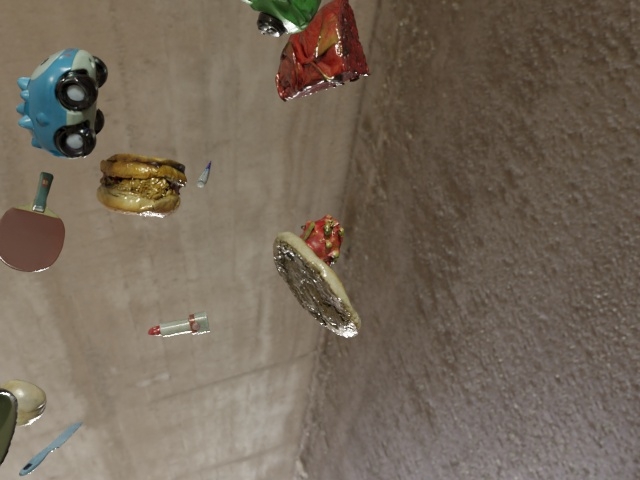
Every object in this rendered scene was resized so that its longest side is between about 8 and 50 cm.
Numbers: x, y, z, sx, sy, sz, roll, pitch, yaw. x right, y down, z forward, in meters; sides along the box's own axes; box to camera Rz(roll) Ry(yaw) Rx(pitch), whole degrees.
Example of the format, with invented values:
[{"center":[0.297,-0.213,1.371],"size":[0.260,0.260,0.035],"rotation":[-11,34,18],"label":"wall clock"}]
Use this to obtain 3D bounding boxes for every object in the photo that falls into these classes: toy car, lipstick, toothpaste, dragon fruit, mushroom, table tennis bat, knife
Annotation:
[{"center":[-0.593,-0.313,1.622],"size":[0.188,0.190,0.255],"rotation":[-99,21,-59],"label":"toy car"},{"center":[-0.436,0.266,2.179],"size":[0.057,0.186,0.063],"rotation":[-127,27,-71],"label":"lipstick"},{"center":[-0.192,-0.109,1.189],"size":[0.083,0.015,0.024],"rotation":[-83,8,-63],"label":"toothpaste"},{"center":[0.000,0.000,2.333],"size":[0.160,0.166,0.172],"rotation":[24,123,14],"label":"dragon fruit"},{"center":[-0.880,0.472,2.100],"size":[0.122,0.154,0.154],"rotation":[-79,-15,-62],"label":"mushroom"},{"center":[-0.700,-0.048,1.743],"size":[0.021,0.154,0.274],"rotation":[135,144,-54],"label":"table tennis bat"},{"center":[-0.121,-0.605,1.513],"size":[0.176,0.358,0.214],"rotation":[3,68,50],"label":"toy car"},{"center":[-0.761,0.586,2.030],"size":[0.313,0.044,0.019],"rotation":[-55,-41,-75],"label":"knife"},{"center":[-0.004,-0.487,2.035],"size":[0.330,0.240,0.302],"rotation":[-35,27,33],"label":"dragon fruit"}]

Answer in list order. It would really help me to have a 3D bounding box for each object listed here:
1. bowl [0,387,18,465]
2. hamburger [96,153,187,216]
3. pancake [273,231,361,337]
[{"center":[-0.676,0.365,1.148],"size":[0.354,0.185,0.354],"rotation":[24,-90,-85],"label":"bowl"},{"center":[-0.491,-0.146,1.954],"size":[0.244,0.244,0.163],"rotation":[176,98,-73],"label":"hamburger"},{"center":[-0.015,0.090,1.458],"size":[0.282,0.049,0.282],"rotation":[46,160,23],"label":"pancake"}]
